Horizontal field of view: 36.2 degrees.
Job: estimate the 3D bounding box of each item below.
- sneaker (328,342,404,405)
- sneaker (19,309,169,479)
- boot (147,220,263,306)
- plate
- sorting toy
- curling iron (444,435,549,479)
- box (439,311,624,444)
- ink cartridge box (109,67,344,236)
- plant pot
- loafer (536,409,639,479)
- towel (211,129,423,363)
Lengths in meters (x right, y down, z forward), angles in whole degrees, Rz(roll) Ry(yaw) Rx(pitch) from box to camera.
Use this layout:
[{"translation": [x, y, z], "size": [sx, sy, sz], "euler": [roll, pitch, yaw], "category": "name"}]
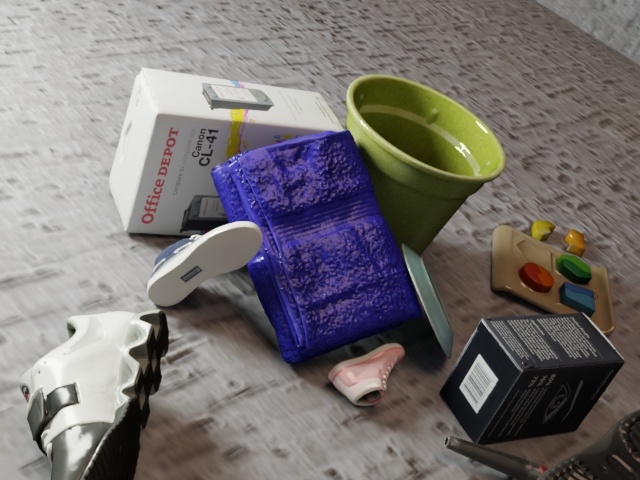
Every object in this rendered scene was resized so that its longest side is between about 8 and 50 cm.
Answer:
[{"translation": [0.080, 0.192, 1.371], "size": [0.134, 0.051, 0.070], "euler": [-14, 50, -39], "category": "sneaker"}, {"translation": [-0.275, 0.204, 1.096], "size": [0.146, 0.122, 0.330], "euler": [4, 35, 3], "category": "sneaker"}, {"translation": [-0.163, 0.013, 1.364], "size": [0.069, 0.190, 0.086], "euler": [51, 18, -30], "category": "boot"}, {"translation": [0.167, 0.087, 1.477], "size": [0.024, 0.188, 0.188], "euler": [-24, 39, 7], "category": "plate"}, {"translation": [0.430, 0.038, 1.810], "size": [0.229, 0.041, 0.307], "euler": [22, 33, -3], "category": "sorting toy"}, {"translation": [0.292, 0.311, 1.345], "size": [0.274, 0.035, 0.068], "euler": [15, 37, -15], "category": "curling iron"}, {"translation": [0.304, 0.196, 1.410], "size": [0.207, 0.153, 0.108], "euler": [1, 39, -33], "category": "box"}, {"translation": [-0.146, -0.123, 1.513], "size": [0.306, 0.226, 0.131], "euler": [2, 38, -28], "category": "ink cartridge box"}, {"translation": [0.120, -0.089, 1.599], "size": [0.276, 0.254, 0.276], "euler": [19, 35, -13], "category": "plant pot"}, {"translation": [0.400, 0.328, 1.301], "size": [0.365, 0.130, 0.134], "euler": [-10, 43, -32], "category": "loafer"}, {"translation": [0.000, 0.000, 1.394], "size": [0.227, 0.076, 0.308], "euler": [-19, 82, -19], "category": "towel"}]
